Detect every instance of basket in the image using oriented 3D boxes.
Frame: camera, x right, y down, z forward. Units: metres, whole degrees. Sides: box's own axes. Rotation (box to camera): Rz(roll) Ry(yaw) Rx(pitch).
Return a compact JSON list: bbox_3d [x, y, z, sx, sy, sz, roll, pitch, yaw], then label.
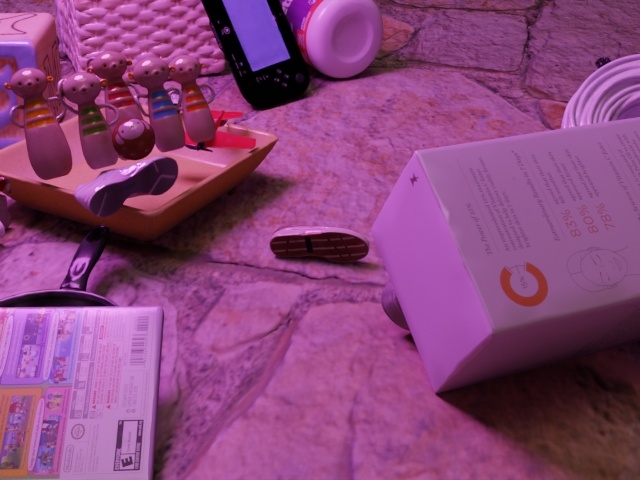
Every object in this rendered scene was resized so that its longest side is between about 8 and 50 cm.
[{"bbox_3d":[-0.369,-0.513,1.943,0.331,0.328,0.266,-9,33,-19],"label":"basket"}]

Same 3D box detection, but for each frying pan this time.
[{"bbox_3d":[-0.326,0.085,1.089,0.197,0.053,0.326,-8,29,-15],"label":"frying pan"}]

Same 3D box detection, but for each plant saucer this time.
[{"bbox_3d":[-0.282,-0.103,1.422,0.332,0.081,0.332,15,30,25],"label":"plant saucer"}]

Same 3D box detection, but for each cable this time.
[{"bbox_3d":[0.485,-0.148,1.385,0.257,0.089,0.257,22,72,19],"label":"cable"}]

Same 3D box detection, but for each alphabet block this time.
[{"bbox_3d":[-0.556,-0.274,1.617,0.192,0.194,0.197,0,28,-4],"label":"alphabet block"}]

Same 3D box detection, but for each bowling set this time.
[{"bbox_3d":[-0.255,-0.185,1.248,0.287,0.154,0.200,-18,9,-23],"label":"bowling set"}]

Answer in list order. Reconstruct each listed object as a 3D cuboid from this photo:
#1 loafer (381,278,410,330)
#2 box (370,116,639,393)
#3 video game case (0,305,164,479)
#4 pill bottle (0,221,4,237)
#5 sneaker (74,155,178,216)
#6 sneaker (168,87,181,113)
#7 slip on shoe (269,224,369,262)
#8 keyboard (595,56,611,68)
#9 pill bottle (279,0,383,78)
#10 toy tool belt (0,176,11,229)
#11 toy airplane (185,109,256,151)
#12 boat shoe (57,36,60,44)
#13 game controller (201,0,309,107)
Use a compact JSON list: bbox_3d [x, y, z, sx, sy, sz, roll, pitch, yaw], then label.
[{"bbox_3d":[0.172,0.018,1.204,0.319,0.112,0.111,-36,7,-41],"label":"loafer"},{"bbox_3d":[0.265,0.009,1.046,0.345,0.168,0.215,-10,64,-21],"label":"box"},{"bbox_3d":[-0.257,0.152,0.928,0.193,0.023,0.212,0,47,-5],"label":"video game case"},{"bbox_3d":[-0.463,-0.001,1.258,0.043,0.043,0.083,14,31,23],"label":"pill bottle"},{"bbox_3d":[-0.255,-0.080,1.237,0.061,0.054,0.152,22,35,39],"label":"sneaker"},{"bbox_3d":[-0.238,-0.221,1.537,0.037,0.032,0.083,25,39,14],"label":"sneaker"},{"bbox_3d":[0.000,0.000,1.271,0.135,0.051,0.041,-1,29,12],"label":"slip on shoe"},{"bbox_3d":[0.524,-0.221,1.591,0.033,0.201,0.317,-31,21,18],"label":"keyboard"},{"bbox_3d":[-0.021,-0.474,2.025,0.181,0.182,0.323,-16,32,-29],"label":"pill bottle"},{"bbox_3d":[-0.466,-0.051,1.314,0.051,0.083,0.052,14,22,18],"label":"toy tool belt"},{"bbox_3d":[-0.162,-0.168,1.433,0.151,0.028,0.151,0,28,0],"label":"toy airplane"},{"bbox_3d":[-0.582,-0.389,1.949,0.079,0.084,0.233,-5,25,-10],"label":"boat shoe"},{"bbox_3d":[-0.135,-0.414,1.804,0.067,0.319,0.166,-18,8,44],"label":"game controller"}]
